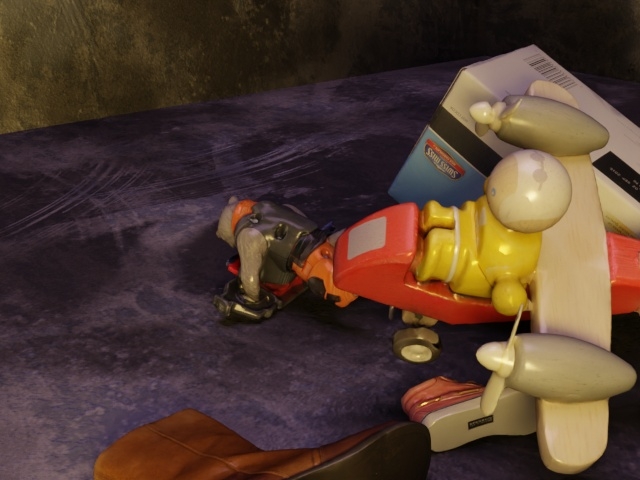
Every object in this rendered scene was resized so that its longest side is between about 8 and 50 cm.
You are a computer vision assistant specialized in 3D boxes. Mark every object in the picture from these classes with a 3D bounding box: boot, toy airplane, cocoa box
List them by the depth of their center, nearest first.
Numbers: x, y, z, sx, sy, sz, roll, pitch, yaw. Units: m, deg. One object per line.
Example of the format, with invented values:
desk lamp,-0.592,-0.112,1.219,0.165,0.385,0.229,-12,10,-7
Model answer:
boot,-0.057,0.233,1.047,0.264,0.096,0.280,-28,25,-37
toy airplane,0.251,0.009,1.084,0.384,0.272,0.386,-37,55,-17
cocoa box,0.318,-0.066,1.383,0.347,0.228,0.231,43,38,16

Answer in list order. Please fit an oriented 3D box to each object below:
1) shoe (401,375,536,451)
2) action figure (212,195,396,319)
shoe,0.184,0.184,1.142,0.177,0.064,0.081,-11,26,-14
action figure,0.000,0.000,1.514,0.330,0.179,0.341,16,28,16
